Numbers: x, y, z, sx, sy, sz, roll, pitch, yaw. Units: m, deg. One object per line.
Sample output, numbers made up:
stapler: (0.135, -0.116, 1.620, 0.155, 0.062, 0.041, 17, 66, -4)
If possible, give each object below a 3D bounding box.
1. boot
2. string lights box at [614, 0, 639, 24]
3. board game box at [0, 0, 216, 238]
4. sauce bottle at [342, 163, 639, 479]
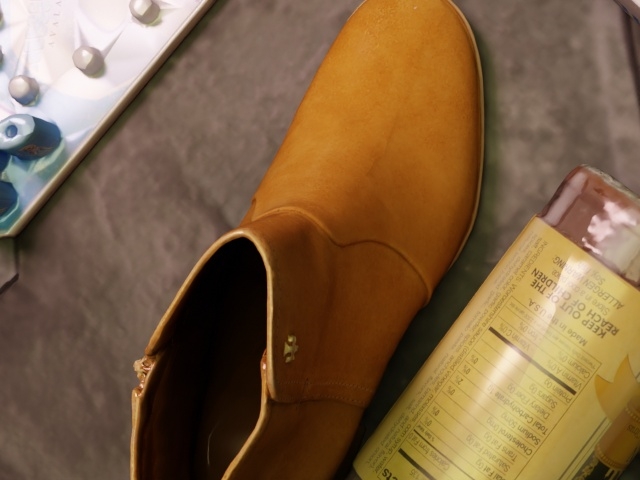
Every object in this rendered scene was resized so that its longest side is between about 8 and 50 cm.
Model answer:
boot: (-0.001, 0.000, 0.894, 0.104, 0.211, 0.295, 15, 88, 15)
string lights box: (0.230, -0.221, 0.926, 0.259, 0.077, 0.133, -46, 75, 6)
board game box: (-0.197, -0.267, 1.060, 0.390, 0.050, 0.390, 42, 96, 15)
sauce bottle: (0.067, 0.129, 0.918, 0.111, 0.111, 0.344, 38, 96, 16)
